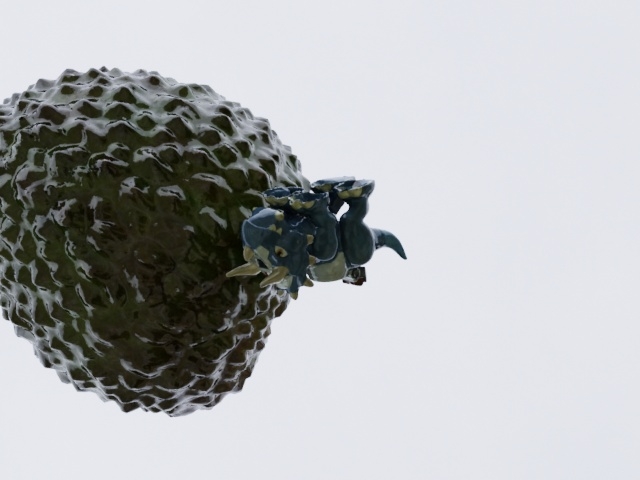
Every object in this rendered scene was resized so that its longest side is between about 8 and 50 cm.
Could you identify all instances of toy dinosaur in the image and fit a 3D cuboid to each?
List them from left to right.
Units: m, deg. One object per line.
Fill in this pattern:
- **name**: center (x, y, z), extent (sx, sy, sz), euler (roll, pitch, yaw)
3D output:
- **toy dinosaur**: center (0.000, 0.000, 0.718), extent (0.083, 0.030, 0.047), euler (-14, -73, -36)

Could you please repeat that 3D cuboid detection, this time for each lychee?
- **lychee**: center (-0.086, -0.007, 0.781), extent (0.171, 0.171, 0.171), euler (-6, -69, -16)
